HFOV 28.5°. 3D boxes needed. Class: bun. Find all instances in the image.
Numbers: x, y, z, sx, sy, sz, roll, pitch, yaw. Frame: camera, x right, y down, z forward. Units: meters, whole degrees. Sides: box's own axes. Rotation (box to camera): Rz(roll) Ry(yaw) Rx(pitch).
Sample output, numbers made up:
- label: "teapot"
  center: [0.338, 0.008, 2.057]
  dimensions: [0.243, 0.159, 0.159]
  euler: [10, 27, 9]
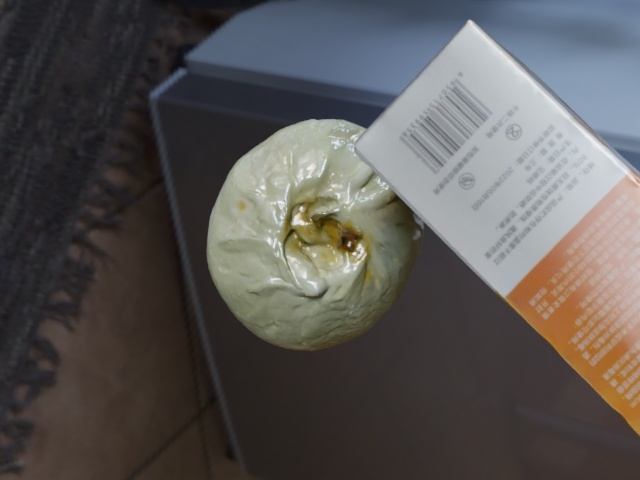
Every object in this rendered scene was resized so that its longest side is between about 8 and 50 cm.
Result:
- label: "bun"
  center: [0.000, 0.000, 1.162]
  dimensions: [0.127, 0.222, 0.222]
  euler: [-126, -140, -71]

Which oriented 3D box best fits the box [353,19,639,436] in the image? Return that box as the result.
- label: "box"
  center: [0.216, -0.002, 1.036]
  dimensions: [0.143, 0.341, 0.225]
  euler: [-46, 163, 13]
